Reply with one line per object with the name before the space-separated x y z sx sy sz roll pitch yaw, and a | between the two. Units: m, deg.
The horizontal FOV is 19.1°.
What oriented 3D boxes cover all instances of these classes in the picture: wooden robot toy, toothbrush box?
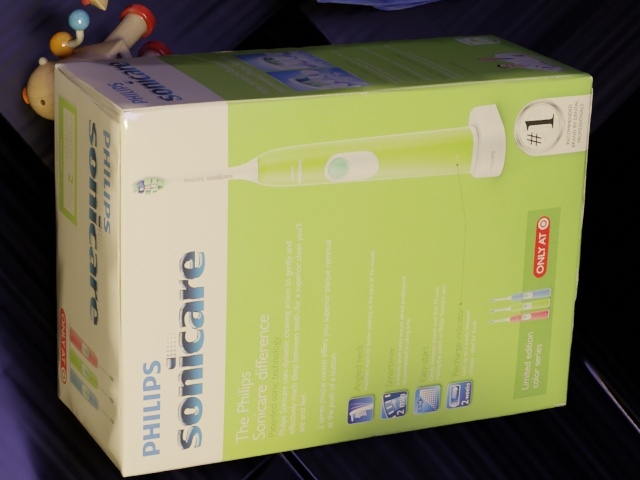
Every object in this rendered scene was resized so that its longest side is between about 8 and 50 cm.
wooden robot toy | -0.134 -0.089 1.124 0.173 0.079 0.076 67 29 -26
toothbrush box | 0.000 0.000 1.088 0.283 0.122 0.206 -8 110 -25

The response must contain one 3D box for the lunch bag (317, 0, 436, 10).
lunch bag | 0.049 -0.218 1.204 0.151 0.096 0.128 -9 84 -54
